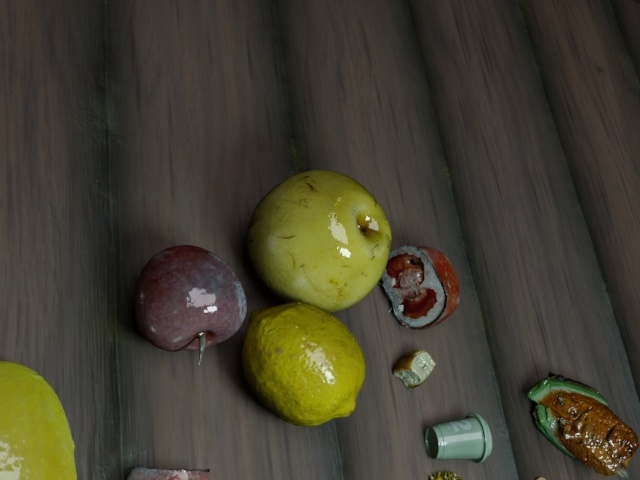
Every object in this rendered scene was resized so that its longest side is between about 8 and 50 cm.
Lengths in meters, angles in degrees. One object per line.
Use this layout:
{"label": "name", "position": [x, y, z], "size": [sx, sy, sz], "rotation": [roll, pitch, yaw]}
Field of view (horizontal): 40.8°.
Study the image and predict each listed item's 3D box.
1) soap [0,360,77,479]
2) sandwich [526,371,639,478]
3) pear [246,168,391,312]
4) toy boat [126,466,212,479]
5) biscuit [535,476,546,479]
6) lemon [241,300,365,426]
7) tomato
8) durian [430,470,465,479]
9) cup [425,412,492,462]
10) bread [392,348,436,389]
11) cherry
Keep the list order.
{"label": "soap", "position": [-0.597, 0.420, 1.563], "size": [0.306, 0.115, 0.427], "rotation": [-8, 68, -29]}
{"label": "sandwich", "position": [0.679, 0.496, 2.210], "size": [0.250, 0.162, 0.301], "rotation": [14, 26, -37]}
{"label": "pear", "position": [0.000, 0.000, 2.014], "size": [0.348, 0.348, 0.349], "rotation": [14, 58, -22]}
{"label": "toy boat", "position": [-0.304, 0.586, 1.669], "size": [0.206, 0.096, 0.282], "rotation": [6, 73, -19]}
{"label": "biscuit", "position": [0.633, 0.705, 2.146], "size": [0.249, 0.030, 0.160], "rotation": [29, 53, -13]}
{"label": "lemon", "position": [-0.042, 0.266, 1.882], "size": [0.310, 0.253, 0.253], "rotation": [43, 51, 7]}
{"label": "tomato", "position": [0.271, 0.117, 2.209], "size": [0.155, 0.180, 0.214], "rotation": [-3, 72, -50]}
{"label": "durian", "position": [0.330, 0.632, 1.985], "size": [0.132, 0.165, 0.183], "rotation": [4, 81, -73]}
{"label": "cup", "position": [0.328, 0.477, 2.062], "size": [0.141, 0.120, 0.120], "rotation": [-3, 64, -15]}
{"label": "bread", "position": [0.231, 0.313, 2.118], "size": [0.077, 0.070, 0.083], "rotation": [47, 49, 1]}
{"label": "cherry", "position": [-0.278, 0.134, 1.845], "size": [0.236, 0.213, 0.286], "rotation": [10, 50, -34]}
